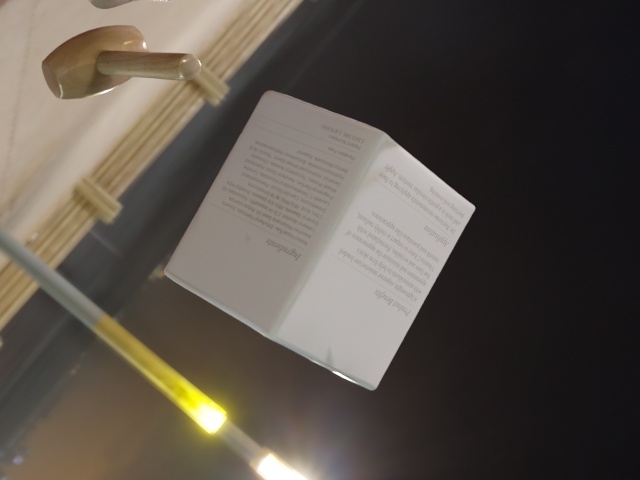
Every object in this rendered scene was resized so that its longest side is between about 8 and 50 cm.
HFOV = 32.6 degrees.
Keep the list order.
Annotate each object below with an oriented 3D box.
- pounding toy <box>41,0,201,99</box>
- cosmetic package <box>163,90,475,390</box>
[{"bbox_3d":[-0.058,-0.178,0.581,0.154,0.155,0.269,-33,168,-35],"label":"pounding toy"},{"bbox_3d":[0.000,0.000,0.922,0.151,0.151,0.183,27,-95,43],"label":"cosmetic package"}]
